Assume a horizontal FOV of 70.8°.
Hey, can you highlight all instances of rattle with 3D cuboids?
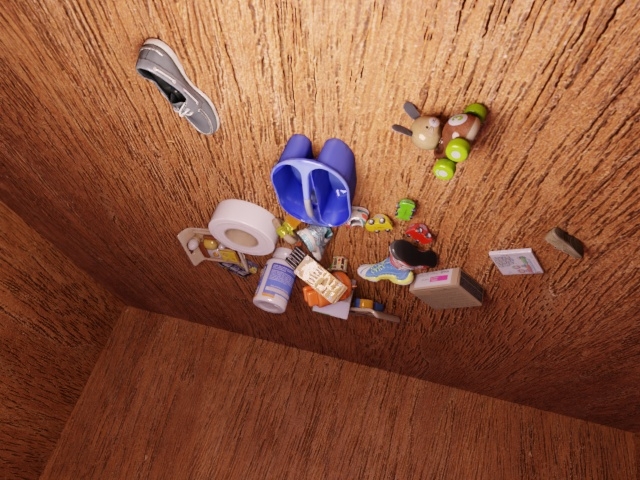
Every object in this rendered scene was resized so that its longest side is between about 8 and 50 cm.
[{"bbox_3d":[-0.093,-0.056,1.796,0.130,0.142,0.200,38,-176,35],"label":"rattle"}]

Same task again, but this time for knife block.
[{"bbox_3d":[-0.022,0.132,1.836,0.276,0.088,0.242,38,-179,4],"label":"knife block"}]

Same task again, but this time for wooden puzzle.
[{"bbox_3d":[0.189,0.337,2.252,0.348,0.080,0.322,4,168,32],"label":"wooden puzzle"}]

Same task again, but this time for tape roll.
[{"bbox_3d":[-0.311,-0.048,1.856,0.287,0.100,0.286,12,153,7],"label":"tape roll"}]

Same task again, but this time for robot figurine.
[{"bbox_3d":[0.039,0.208,1.909,0.220,0.128,0.158,-18,169,-18],"label":"robot figurine"}]

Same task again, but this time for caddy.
[{"bbox_3d":[-0.017,-0.165,1.390,0.242,0.179,0.341,9,151,13],"label":"caddy"}]

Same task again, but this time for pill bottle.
[{"bbox_3d":[-0.190,0.173,2.010,0.153,0.271,0.152,14,152,7],"label":"pill bottle"}]

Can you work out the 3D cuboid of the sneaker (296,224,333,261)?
[{"bbox_3d":[0.000,0.000,1.763,0.110,0.122,0.283,55,179,13],"label":"sneaker"}]

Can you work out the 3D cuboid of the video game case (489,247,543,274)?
[{"bbox_3d":[0.701,0.078,1.612,0.143,0.019,0.157,-8,144,39],"label":"video game case"}]

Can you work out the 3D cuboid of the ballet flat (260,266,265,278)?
[{"bbox_3d":[-0.238,0.157,2.220,0.091,0.077,0.241,25,151,-13],"label":"ballet flat"}]

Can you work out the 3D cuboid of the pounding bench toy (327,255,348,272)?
[{"bbox_3d":[0.071,0.101,1.951,0.083,0.065,0.052,-2,161,32],"label":"pounding bench toy"}]

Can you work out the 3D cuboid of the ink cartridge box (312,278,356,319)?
[{"bbox_3d":[0.068,0.251,2.070,0.161,0.219,0.092,13,116,6],"label":"ink cartridge box"}]

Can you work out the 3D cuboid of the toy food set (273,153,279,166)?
[{"bbox_3d":[-0.135,-0.219,1.467,0.019,0.077,0.122,-16,147,-5],"label":"toy food set"}]

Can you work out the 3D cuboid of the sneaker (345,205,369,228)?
[{"bbox_3d":[0.088,-0.084,1.591,0.162,0.075,0.057,9,152,15],"label":"sneaker"}]

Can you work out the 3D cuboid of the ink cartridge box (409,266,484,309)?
[{"bbox_3d":[0.523,0.205,1.872,0.193,0.088,0.235,37,147,-31],"label":"ink cartridge box"}]

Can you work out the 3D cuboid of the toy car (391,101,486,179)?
[{"bbox_3d":[0.274,-0.268,1.086,0.189,0.155,0.149,28,153,5],"label":"toy car"}]

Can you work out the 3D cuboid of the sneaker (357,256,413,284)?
[{"bbox_3d":[0.266,0.107,1.863,0.240,0.091,0.126,6,132,21],"label":"sneaker"}]

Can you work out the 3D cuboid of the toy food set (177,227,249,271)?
[{"bbox_3d":[-0.496,0.055,2.106,0.306,0.092,0.219,6,137,21],"label":"toy food set"}]

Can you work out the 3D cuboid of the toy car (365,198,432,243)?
[{"bbox_3d":[0.279,-0.080,1.518,0.239,0.053,0.225,13,152,6],"label":"toy car"}]

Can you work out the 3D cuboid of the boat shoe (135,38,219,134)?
[{"bbox_3d":[-0.396,-0.396,1.255,0.116,0.099,0.319,3,150,24],"label":"boat shoe"}]

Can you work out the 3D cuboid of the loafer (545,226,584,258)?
[{"bbox_3d":[0.767,0.010,1.415,0.148,0.056,0.050,36,149,-13],"label":"loafer"}]

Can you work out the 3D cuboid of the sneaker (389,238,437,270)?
[{"bbox_3d":[0.302,0.063,1.673,0.270,0.090,0.145,14,163,-43],"label":"sneaker"}]

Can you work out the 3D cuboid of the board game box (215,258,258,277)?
[{"bbox_3d":[-0.424,0.121,2.290,0.170,0.048,0.141,34,146,-29],"label":"board game box"}]
